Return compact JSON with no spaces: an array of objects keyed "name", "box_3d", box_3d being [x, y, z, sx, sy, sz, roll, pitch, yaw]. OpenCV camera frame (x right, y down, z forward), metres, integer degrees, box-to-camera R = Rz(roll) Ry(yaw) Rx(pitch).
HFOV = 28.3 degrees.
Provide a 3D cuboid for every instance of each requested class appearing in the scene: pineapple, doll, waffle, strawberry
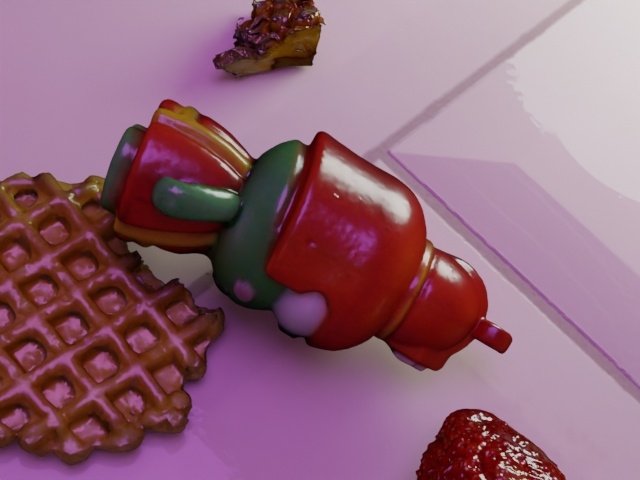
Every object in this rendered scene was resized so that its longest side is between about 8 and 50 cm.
[{"name":"pineapple","box_3d":[-0.052,-0.188,1.225,0.114,0.077,0.114,-32,35,-12]},{"name":"doll","box_3d":[-0.001,0.001,1.049,0.363,0.182,0.160,30,89,-5]},{"name":"waffle","box_3d":[-0.218,0.055,1.060,0.291,0.051,0.291,3,63,-7]},{"name":"strawberry","box_3d":[0.137,0.201,0.995,0.131,0.131,0.148,9,68,-4]}]
